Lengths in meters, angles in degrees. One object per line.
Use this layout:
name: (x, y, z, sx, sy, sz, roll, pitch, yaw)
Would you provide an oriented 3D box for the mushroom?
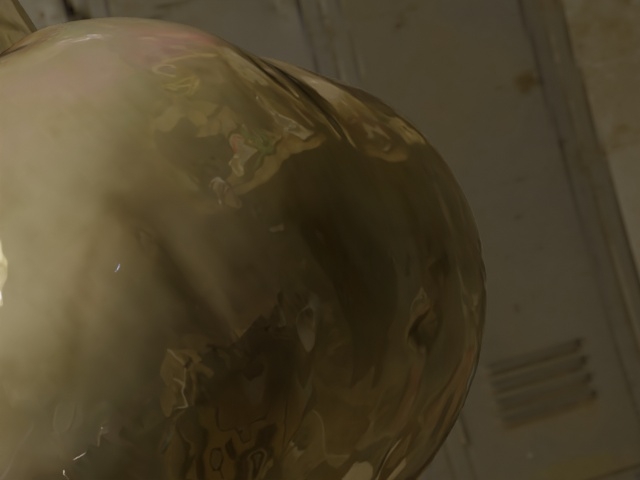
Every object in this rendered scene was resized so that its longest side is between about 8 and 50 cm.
mushroom: (-0.086, 0.031, 0.676, 0.325, 0.353, 0.353, -13, 91, 55)
